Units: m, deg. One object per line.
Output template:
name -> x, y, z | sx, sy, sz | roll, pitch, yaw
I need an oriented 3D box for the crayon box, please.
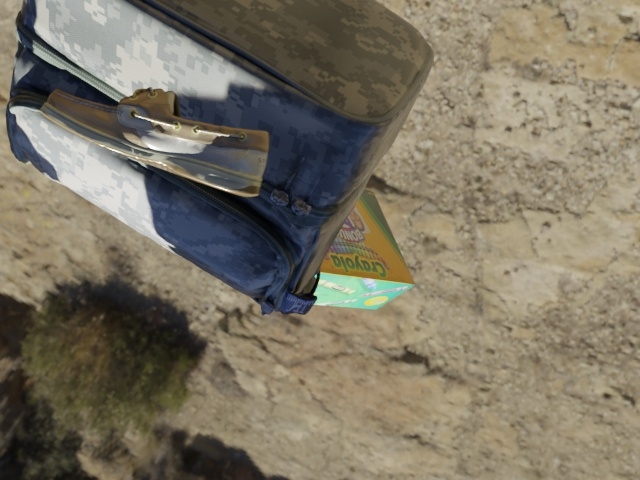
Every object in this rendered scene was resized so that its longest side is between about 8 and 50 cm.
crayon box -> 0.000, 0.000, 1.154 | 0.081, 0.165, 0.278 | -35, 155, 28

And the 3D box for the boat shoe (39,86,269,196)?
boat shoe -> -0.094, -0.067, 0.496 | 0.135, 0.045, 0.050 | 19, -177, -5

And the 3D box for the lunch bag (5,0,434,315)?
lunch bag -> -0.091, -0.101, 0.688 | 0.305, 0.212, 0.256 | 31, 130, -1
